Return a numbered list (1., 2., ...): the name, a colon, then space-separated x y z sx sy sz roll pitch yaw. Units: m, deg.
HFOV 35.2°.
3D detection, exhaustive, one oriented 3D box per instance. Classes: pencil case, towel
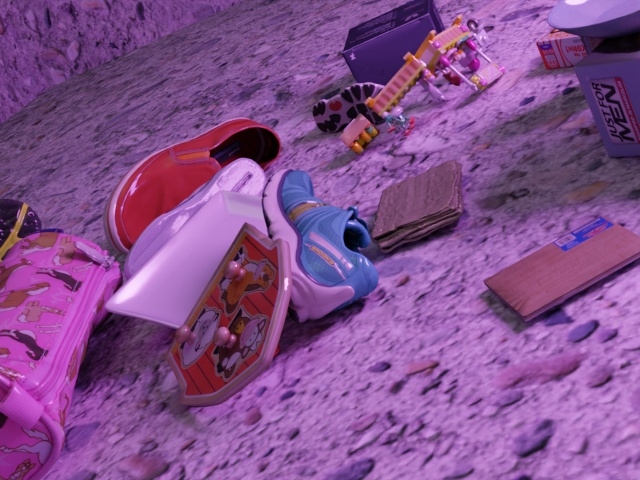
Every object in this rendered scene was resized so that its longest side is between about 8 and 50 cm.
1. pencil case: -0.331 0.124 1.136 0.160 0.167 0.386 13 23 -5
2. towel: 0.112 -0.040 1.142 0.110 0.027 0.148 -22 23 18

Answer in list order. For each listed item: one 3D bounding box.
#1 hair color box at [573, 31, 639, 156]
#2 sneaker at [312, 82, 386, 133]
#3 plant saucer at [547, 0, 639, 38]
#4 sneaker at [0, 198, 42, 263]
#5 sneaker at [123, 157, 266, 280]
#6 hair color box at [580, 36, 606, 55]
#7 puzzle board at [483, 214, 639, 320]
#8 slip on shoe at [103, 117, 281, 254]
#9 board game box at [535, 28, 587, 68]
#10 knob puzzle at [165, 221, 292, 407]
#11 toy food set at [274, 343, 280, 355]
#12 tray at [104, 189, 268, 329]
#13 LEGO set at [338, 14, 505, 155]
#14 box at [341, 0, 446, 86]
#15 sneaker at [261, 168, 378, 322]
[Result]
1. hair color box: 0.445 -0.175 0.925 0.185 0.114 0.374 -40 23 -27
2. sneaker: 0.058 -0.216 1.565 0.169 0.068 0.071 -3 26 49
3. plant saucer: 0.330 -0.250 1.030 0.194 0.037 0.195 -26 20 10
4. sneaker: -0.597 0.097 1.603 0.384 0.145 0.147 -38 -8 -19
5. sneaker: -0.169 -0.009 1.361 0.258 0.094 0.091 -43 2 -36
6. hair color box: 0.460 -0.319 1.154 0.347 0.174 0.105 -22 23 15
7. puzzle board: 0.217 0.024 0.890 0.128 0.011 0.096 -29 20 -3
8. slip on shoe: -0.188 -0.090 1.513 0.101 0.123 0.331 4 33 48
9. board game box: 0.407 -0.302 1.359 0.193 0.045 0.146 -39 24 -26
10. knob puzzle: -0.092 0.078 0.992 0.213 0.030 0.213 -39 35 34
11. toy food set: -0.080 0.117 1.025 0.082 0.020 0.083 -26 21 5
12. tray: -0.128 0.027 1.231 0.145 0.030 0.270 12 39 24
13. LEGO set: 0.162 -0.211 1.430 0.287 0.107 0.132 -43 -10 -23
14. box: 0.129 -0.327 1.689 0.155 0.093 0.158 -21 21 16
15. sneaker: 0.000 0.000 1.117 0.109 0.107 0.275 -17 30 0
